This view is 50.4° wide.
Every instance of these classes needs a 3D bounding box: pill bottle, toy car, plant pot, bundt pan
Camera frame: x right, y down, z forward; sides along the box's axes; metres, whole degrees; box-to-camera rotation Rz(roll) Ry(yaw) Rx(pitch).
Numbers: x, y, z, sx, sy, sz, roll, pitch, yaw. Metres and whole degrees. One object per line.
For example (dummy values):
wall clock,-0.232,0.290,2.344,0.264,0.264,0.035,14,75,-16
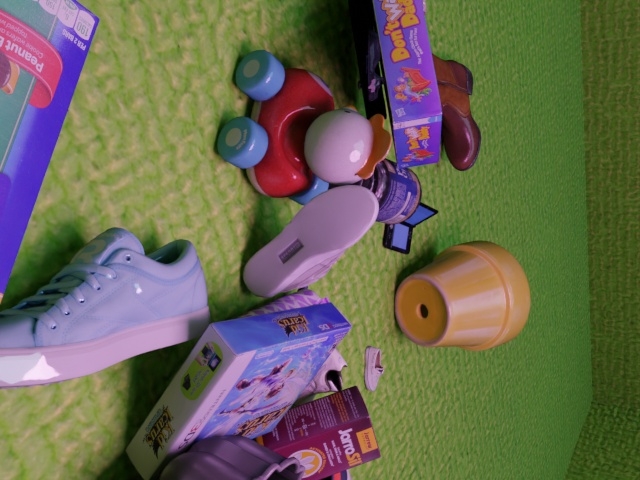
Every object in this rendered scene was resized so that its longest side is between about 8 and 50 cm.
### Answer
pill bottle,0.093,-0.101,1.276,0.219,0.122,0.123,10,87,-57
toy car,0.011,-0.164,1.038,0.219,0.238,0.210,29,70,-55
plant pot,0.305,0.139,1.551,0.239,0.254,0.254,-9,103,-39
bundt pan,-0.167,0.393,0.890,0.331,0.124,0.331,-44,153,-30

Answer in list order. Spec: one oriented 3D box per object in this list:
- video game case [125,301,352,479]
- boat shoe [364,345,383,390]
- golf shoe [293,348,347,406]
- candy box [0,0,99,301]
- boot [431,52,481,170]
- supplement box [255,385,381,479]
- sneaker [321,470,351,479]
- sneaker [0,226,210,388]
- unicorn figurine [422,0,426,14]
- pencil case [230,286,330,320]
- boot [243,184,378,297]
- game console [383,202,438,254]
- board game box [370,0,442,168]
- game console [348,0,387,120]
video game case,-0.105,0.205,0.958,0.269,0.061,0.244,-2,134,-56
boat shoe,0.117,0.275,1.448,0.035,0.035,0.100,-12,105,-56
golf shoe,-0.005,0.246,1.176,0.069,0.086,0.176,-30,148,-39
candy box,-0.368,-0.123,0.574,0.268,0.122,0.317,32,69,-54
boot,0.275,-0.297,1.550,0.280,0.096,0.264,-3,98,-56
supplement box,-0.005,0.332,1.134,0.081,0.188,0.104,-115,-173,-59
sneaker,-0.055,0.502,1.146,0.350,0.131,0.148,-68,146,-40
sneaker,-0.266,0.063,0.768,0.366,0.135,0.150,-10,96,-65
unicorn figurine,0.172,-0.495,1.392,0.111,0.060,0.162,54,51,-46
pencil case,-0.068,0.140,1.097,0.206,0.088,0.086,-22,94,-52
boot,0.000,0.000,1.074,0.095,0.258,0.123,61,25,12
game console,0.200,-0.026,1.497,0.122,0.071,0.107,17,81,-56
board game box,0.141,-0.327,1.179,0.233,0.078,0.347,57,25,-75
game console,0.077,-0.303,1.133,0.361,0.044,0.213,-75,155,-77
